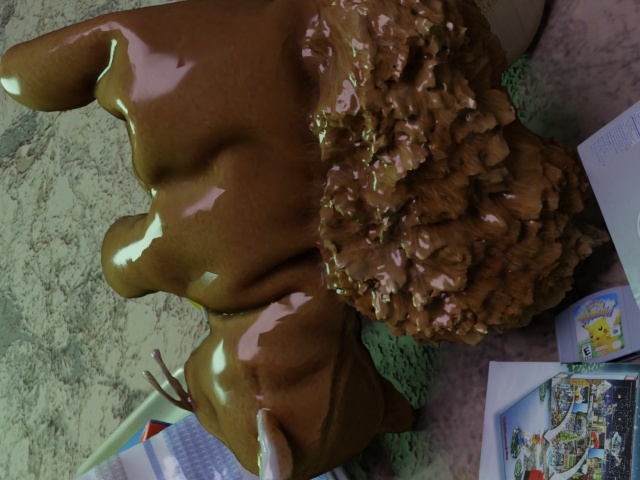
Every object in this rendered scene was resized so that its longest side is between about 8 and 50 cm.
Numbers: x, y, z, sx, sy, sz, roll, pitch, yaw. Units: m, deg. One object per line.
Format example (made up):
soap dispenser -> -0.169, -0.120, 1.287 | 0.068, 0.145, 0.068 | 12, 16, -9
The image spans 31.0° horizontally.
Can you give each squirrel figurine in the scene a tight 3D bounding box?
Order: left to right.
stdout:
squirrel figurine -> 0.000, 0.000, 0.885 | 0.397, 0.281, 0.370 | -11, 88, 34

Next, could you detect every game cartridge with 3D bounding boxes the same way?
game cartridge -> 0.207, 0.065, 0.844 | 0.083, 0.017, 0.056 | -28, 49, 41

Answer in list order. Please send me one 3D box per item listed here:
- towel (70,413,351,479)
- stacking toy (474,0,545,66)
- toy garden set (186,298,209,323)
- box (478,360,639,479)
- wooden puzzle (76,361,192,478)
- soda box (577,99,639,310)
towel -> -0.109, 0.246, 0.986 | 0.285, 0.034, 0.209 | -27, 54, -5
stacking toy -> 0.058, -0.245, 1.083 | 0.330, 0.141, 0.141 | 33, 100, 56
toy garden set -> -0.057, 0.037, 1.160 | 0.204, 0.049, 0.244 | -50, 42, 21
box -> 0.177, 0.200, 0.782 | 0.159, 0.044, 0.233 | -6, 73, 49
wooden puzzle -> -0.191, 0.330, 1.108 | 0.322, 0.080, 0.348 | -44, 41, 44
soda box -> 0.262, 0.038, 0.719 | 0.091, 0.098, 0.286 | -40, 46, 34
